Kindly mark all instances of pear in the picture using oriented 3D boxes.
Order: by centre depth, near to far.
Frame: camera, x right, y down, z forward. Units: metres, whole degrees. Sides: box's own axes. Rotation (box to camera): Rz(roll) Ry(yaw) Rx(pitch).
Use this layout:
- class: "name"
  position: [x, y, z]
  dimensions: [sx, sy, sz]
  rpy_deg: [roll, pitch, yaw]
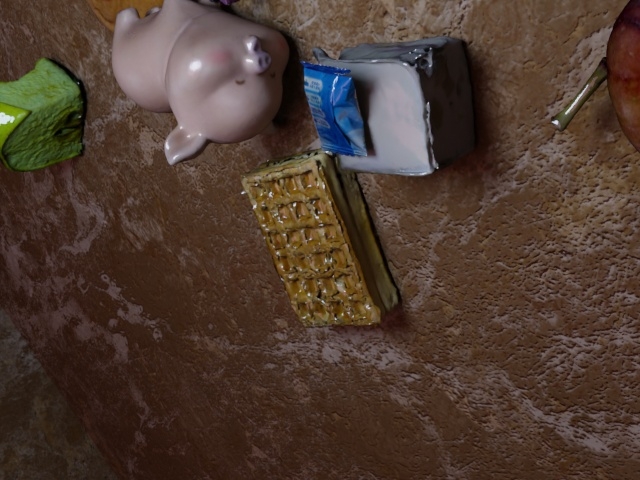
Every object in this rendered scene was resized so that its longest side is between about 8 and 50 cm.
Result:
- class: "pear"
  position: [-0.677, -0.262, 1.698]
  dimensions: [0.164, 0.255, 0.238]
  rpy_deg: [43, 144, 14]

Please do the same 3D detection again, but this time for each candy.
- class: "candy"
  position: [0.018, -0.169, 0.989]
  dimensions: [0.088, 0.038, 0.136]
  rpy_deg: [18, 135, 38]
- class: "candy"
  position: [0.105, -0.188, 1.025]
  dimensions: [0.195, 0.137, 0.185]
  rpy_deg: [8, 120, 42]

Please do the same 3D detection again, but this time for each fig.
- class: "fig"
  position: [0.362, -0.183, 0.759]
  dimensions: [0.204, 0.186, 0.249]
  rpy_deg: [64, 175, -29]

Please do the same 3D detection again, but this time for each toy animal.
- class: "toy animal"
  position: [-0.202, -0.275, 1.219]
  dimensions: [0.326, 0.237, 0.270]
  rpy_deg: [-3, 108, 44]

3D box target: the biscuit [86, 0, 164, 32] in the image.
- class: "biscuit"
  position: [-0.378, -0.547, 1.349]
  dimensions: [0.455, 0.078, 0.350]
  rpy_deg: [40, 141, 20]

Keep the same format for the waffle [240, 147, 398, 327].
- class: "waffle"
  position: [-0.001, 0.001, 1.296]
  dimensions: [0.212, 0.091, 0.308]
  rpy_deg: [-6, 110, 47]

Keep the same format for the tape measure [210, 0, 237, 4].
- class: "tape measure"
  position: [-0.128, -0.416, 1.121]
  dimensions: [0.074, 0.125, 0.118]
  rpy_deg: [41, 170, 16]
